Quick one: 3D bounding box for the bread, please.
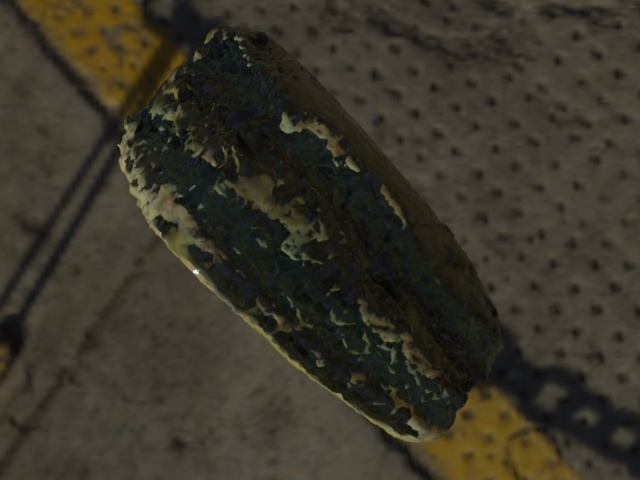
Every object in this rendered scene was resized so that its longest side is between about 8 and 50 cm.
[{"bbox_3d":[0.000,0.000,0.912,0.102,0.138,0.196,-42,113,3],"label":"bread"}]
